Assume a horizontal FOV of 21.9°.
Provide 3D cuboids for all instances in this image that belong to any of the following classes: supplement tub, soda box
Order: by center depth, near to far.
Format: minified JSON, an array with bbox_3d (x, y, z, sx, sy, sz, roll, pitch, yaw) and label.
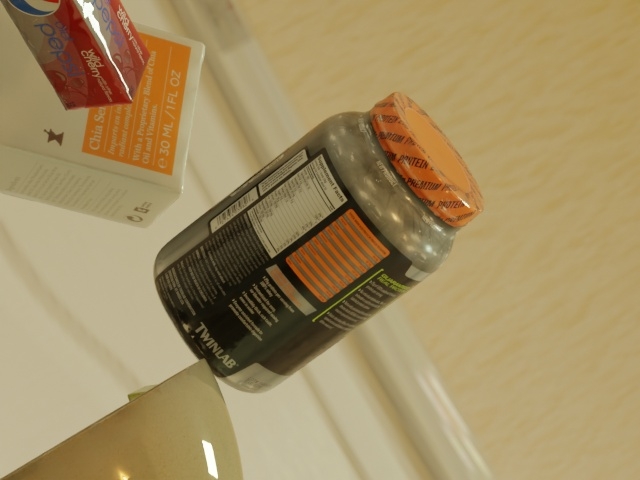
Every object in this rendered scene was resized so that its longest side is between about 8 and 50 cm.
[{"bbox_3d":[0.000,0.000,1.704,0.193,0.316,0.193,47,18,-21],"label":"supplement tub"},{"bbox_3d":[-0.286,-0.265,1.824,0.092,0.083,0.263,-4,-42,22],"label":"soda box"}]

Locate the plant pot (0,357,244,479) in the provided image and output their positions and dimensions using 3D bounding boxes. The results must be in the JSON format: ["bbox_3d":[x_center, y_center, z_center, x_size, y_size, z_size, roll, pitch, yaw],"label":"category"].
[{"bbox_3d":[-0.174,0.254,1.432,0.191,0.284,0.284,59,-22,1],"label":"plant pot"}]

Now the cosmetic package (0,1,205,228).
[{"bbox_3d":[-0.397,-0.192,2.152,0.161,0.453,0.230,143,-43,-61],"label":"cosmetic package"}]

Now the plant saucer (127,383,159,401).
[{"bbox_3d":[-0.169,0.259,2.162,0.188,0.045,0.188,53,1,2],"label":"plant saucer"}]
